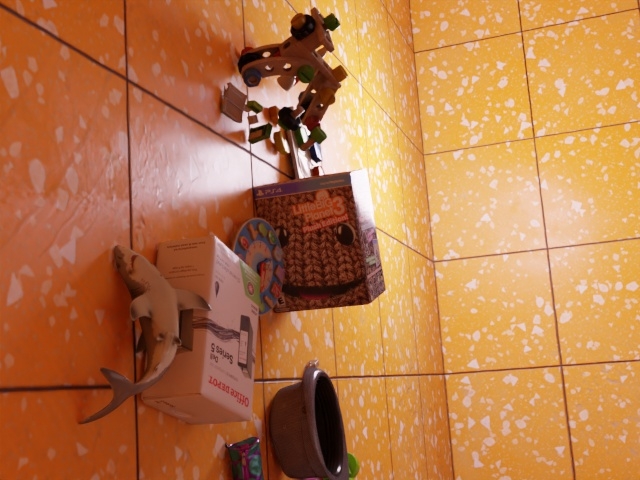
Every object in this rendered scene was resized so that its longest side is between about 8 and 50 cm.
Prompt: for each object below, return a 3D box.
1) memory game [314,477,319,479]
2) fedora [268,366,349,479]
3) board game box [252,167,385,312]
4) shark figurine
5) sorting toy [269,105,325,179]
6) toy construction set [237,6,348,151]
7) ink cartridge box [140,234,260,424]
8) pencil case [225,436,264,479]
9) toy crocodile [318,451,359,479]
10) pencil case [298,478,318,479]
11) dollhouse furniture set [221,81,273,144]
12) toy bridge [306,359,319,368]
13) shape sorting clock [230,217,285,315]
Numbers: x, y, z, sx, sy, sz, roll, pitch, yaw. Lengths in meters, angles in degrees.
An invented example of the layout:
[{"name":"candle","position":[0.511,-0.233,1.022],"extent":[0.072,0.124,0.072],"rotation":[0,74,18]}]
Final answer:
[{"name":"memory game","position":[-0.003,0.551,1.939],"extent":[0.186,0.012,0.186],"rotation":[49,32,-46]},{"name":"fedora","position":[-0.031,0.414,1.764],"extent":[0.244,0.124,0.276],"rotation":[48,30,-62]},{"name":"board game box","position":[0.000,0.000,1.852],"extent":[0.141,0.232,0.291],"rotation":[-25,106,-70]},{"name":"shark figurine","position":[-0.264,0.157,1.230],"extent":[0.166,0.116,0.278],"rotation":[26,42,-28]},{"name":"sorting toy","position":[-0.045,-0.221,2.083],"extent":[0.307,0.041,0.229],"rotation":[31,50,-67]},{"name":"toy construction set","position":[-0.018,-0.408,1.862],"extent":[0.257,0.237,0.309],"rotation":[44,22,-15]},{"name":"ink cartridge box","position":[-0.195,0.157,1.391],"extent":[0.198,0.114,0.273],"rotation":[50,37,-59]},{"name":"pencil case","position":[-0.136,0.449,1.537],"extent":[0.070,0.064,0.152],"rotation":[-11,93,-87]},{"name":"toy crocodile","position":[0.050,0.568,1.866],"extent":[0.341,0.105,0.115],"rotation":[65,6,31]},{"name":"pencil case","position":[-0.044,0.588,1.719],"extent":[0.098,0.095,0.209],"rotation":[45,25,0]},{"name":"dollhouse furniture set","position":[-0.173,-0.270,1.769],"extent":[0.151,0.058,0.076],"rotation":[34,56,-41]},{"name":"toy bridge","position":[-0.008,0.384,2.003],"extent":[0.063,0.026,0.188],"rotation":[-43,124,-66]},{"name":"shape sorting clock","position":[-0.128,0.055,1.717],"extent":[0.206,0.040,0.206],"rotation":[0,90,-66]}]
